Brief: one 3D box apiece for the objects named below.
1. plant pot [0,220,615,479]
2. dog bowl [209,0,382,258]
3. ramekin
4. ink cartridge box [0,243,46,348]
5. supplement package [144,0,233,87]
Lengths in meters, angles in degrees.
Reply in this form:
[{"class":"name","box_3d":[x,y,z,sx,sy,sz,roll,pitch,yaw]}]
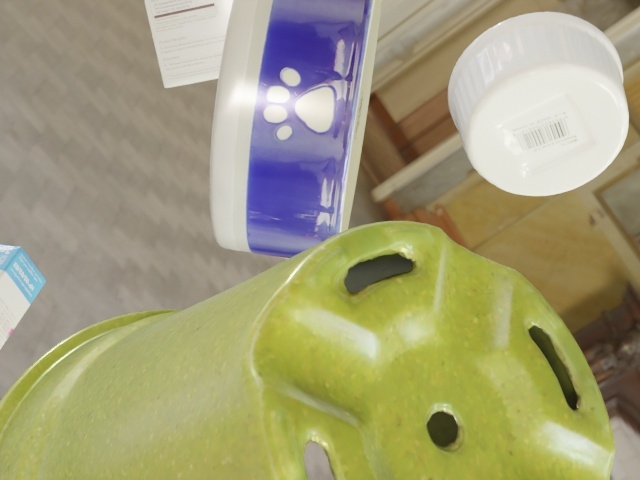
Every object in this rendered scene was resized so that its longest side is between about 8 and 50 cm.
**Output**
[{"class":"plant pot","box_3d":[-0.009,0.122,0.475,0.276,0.254,0.276,15,59,-27]},{"class":"dog bowl","box_3d":[-0.015,-0.116,0.823,0.265,0.104,0.265,9,90,-87]},{"class":"ramekin","box_3d":[0.342,-0.201,1.512,0.277,0.277,0.135,46,27,-31]},{"class":"ink cartridge box","box_3d":[-0.387,0.087,1.024,0.062,0.104,0.181,68,36,-44]},{"class":"supplement package","box_3d":[-0.146,-0.333,1.240,0.139,0.133,0.244,-56,136,-71]}]
